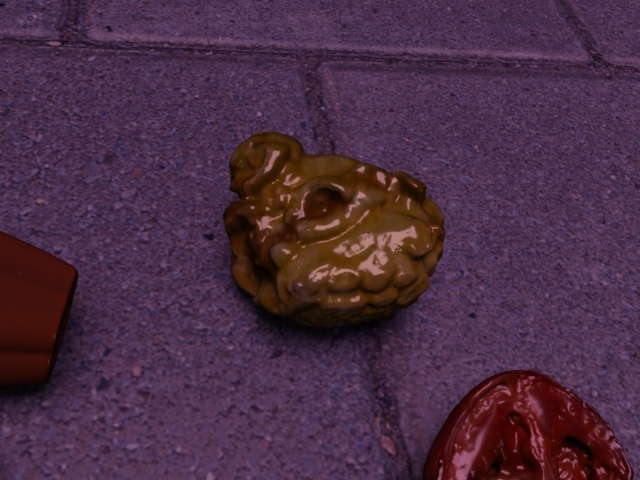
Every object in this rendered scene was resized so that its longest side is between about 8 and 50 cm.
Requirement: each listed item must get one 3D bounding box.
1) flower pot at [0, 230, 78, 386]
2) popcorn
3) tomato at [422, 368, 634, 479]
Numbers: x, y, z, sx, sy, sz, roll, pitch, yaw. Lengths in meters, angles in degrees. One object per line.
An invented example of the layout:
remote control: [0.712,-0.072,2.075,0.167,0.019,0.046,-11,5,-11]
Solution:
flower pot: [-0.349,0.067,0.664,0.173,0.190,0.190,15,50,-18]
popcorn: [0.000,0.000,0.788,0.286,0.173,0.225,22,58,5]
tomato: [0.206,0.260,0.678,0.228,0.101,0.227,7,59,-12]
